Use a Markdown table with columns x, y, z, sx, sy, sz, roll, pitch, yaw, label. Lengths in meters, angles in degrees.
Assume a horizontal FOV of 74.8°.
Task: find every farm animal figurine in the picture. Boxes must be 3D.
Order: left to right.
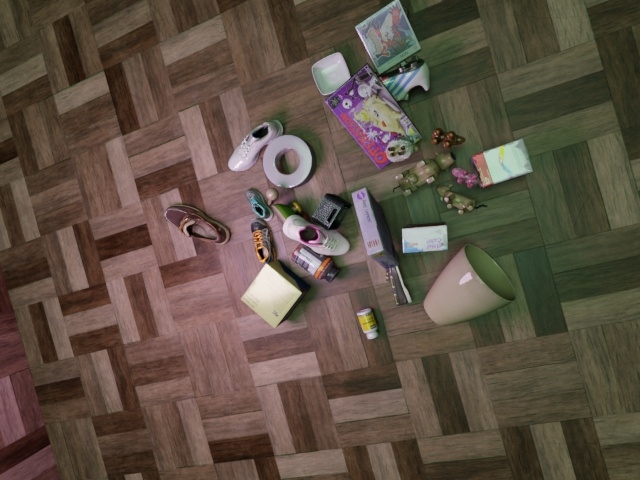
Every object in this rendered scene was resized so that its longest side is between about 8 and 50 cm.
| x | y | z | sx | sy | sz | roll | pitch | yaw | label |
| --- | --- | --- | --- | --- | --- | --- | --- | --- | --- |
| 0.436 | -0.250 | 1.581 | 0.327 | 0.172 | 0.330 | -9 | 102 | 29 | farm animal figurine |

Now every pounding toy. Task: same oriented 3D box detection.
| x | y | z | sx | sy | sz | roll | pitch | yaw | label |
| --- | --- | --- | --- | --- | --- | --- | --- | --- | --- |
| -0.123 | -0.120 | 1.763 | 0.110 | 0.183 | 0.237 | -34 | 80 | -10 | pounding toy |

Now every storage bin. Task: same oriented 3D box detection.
| x | y | z | sx | sy | sz | roll | pitch | yaw | label |
| --- | --- | --- | --- | --- | --- | --- | --- | --- | --- |
| 0.047 | -0.116 | 1.688 | 0.084 | 0.180 | 0.122 | 33 | 102 | 11 | storage bin |

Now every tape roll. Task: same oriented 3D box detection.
| x | y | z | sx | sy | sz | roll | pitch | yaw | label |
| --- | --- | --- | --- | --- | --- | --- | --- | --- | --- |
| -0.131 | -0.333 | 1.779 | 0.219 | 0.072 | 0.219 | 2 | 95 | 17 | tape roll |

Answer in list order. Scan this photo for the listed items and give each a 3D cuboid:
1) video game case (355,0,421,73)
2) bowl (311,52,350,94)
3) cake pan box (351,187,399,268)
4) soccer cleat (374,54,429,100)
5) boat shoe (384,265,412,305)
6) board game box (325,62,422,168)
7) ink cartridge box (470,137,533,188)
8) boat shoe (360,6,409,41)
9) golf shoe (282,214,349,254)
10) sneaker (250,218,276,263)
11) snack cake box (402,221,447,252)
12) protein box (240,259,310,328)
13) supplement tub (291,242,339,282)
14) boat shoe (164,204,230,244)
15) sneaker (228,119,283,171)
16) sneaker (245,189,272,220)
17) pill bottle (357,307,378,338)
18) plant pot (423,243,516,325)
| x | y | z | sx | sy | sz | roll | pitch | yaw | label |
| --- | --- | --- | --- | --- | --- | --- | --- | --- | --- |
| 0.261 | -0.780 | 1.610 | 0.183 | 0.023 | 0.201 | -28 | 114 | 16 | video game case |
| 0.048 | -0.673 | 1.710 | 0.142 | 0.053 | 0.142 | -21 | 88 | 16 | bowl |
| 0.210 | -0.044 | 1.580 | 0.070 | 0.246 | 0.266 | -19 | 69 | 16 | cake pan box |
| 0.263 | -0.589 | 1.626 | 0.331 | 0.116 | 0.143 | -9 | 130 | 30 | soccer cleat |
| 0.299 | 0.155 | 1.688 | 0.069 | 0.081 | 0.227 | -22 | 91 | 13 | boat shoe |
| 0.205 | -0.468 | 1.604 | 0.208 | 0.056 | 0.347 | -35 | 110 | 25 | board game box |
| 0.657 | -0.277 | 1.526 | 0.176 | 0.128 | 0.127 | -18 | 89 | 17 | ink cartridge box |
| 0.250 | -0.838 | 1.630 | 0.207 | 0.073 | 0.073 | -33 | 82 | 14 | boat shoe |
| 0.000 | 0.000 | 1.656 | 0.306 | 0.140 | 0.115 | 20 | 96 | -28 | golf shoe |
| -0.258 | 0.005 | 1.838 | 0.084 | 0.083 | 0.214 | -22 | 87 | 18 | sneaker |
| 0.392 | -0.016 | 1.553 | 0.152 | 0.264 | 0.089 | -3 | 94 | 17 | snack cake box |
| -0.191 | 0.227 | 1.807 | 0.200 | 0.136 | 0.201 | 39 | 103 | 9 | protein box |
| -0.018 | 0.094 | 1.764 | 0.198 | 0.106 | 0.106 | 36 | 103 | 10 | supplement tub |
| -0.581 | -0.072 | 1.903 | 0.342 | 0.123 | 0.123 | 26 | 101 | 13 | boat shoe |
| -0.297 | -0.413 | 1.792 | 0.297 | 0.129 | 0.111 | -43 | 84 | 16 | sneaker |
| -0.277 | -0.159 | 1.833 | 0.065 | 0.076 | 0.166 | -44 | 82 | 14 | sneaker |
| 0.200 | 0.347 | 1.741 | 0.065 | 0.065 | 0.116 | -20 | 89 | 17 | pill bottle |
| 0.525 | 0.195 | 1.560 | 0.256 | 0.256 | 0.274 | 48 | 121 | 8 | plant pot |
